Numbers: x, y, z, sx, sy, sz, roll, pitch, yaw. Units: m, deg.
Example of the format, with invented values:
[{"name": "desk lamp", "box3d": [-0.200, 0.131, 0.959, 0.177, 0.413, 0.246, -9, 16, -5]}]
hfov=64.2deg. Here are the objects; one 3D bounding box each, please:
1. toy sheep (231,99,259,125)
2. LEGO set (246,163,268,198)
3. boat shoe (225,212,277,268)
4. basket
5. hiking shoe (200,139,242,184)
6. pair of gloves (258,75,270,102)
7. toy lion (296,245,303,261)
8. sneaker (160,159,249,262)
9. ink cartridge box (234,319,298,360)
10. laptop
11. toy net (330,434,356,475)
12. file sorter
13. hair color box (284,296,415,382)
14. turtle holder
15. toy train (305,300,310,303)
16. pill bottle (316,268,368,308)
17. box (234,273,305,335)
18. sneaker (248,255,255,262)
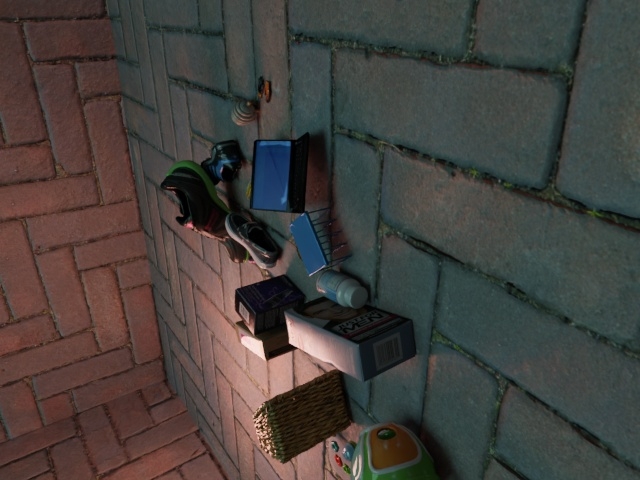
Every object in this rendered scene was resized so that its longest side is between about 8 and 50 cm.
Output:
[{"name": "toy sheep", "box3d": [-0.262, -0.443, 1.758, 0.091, 0.091, 0.132, 65, 148, 14]}, {"name": "LEGO set", "box3d": [-0.186, -0.190, 1.782, 0.287, 0.107, 0.132, 136, 149, -60]}, {"name": "boat shoe", "box3d": [-0.260, -0.024, 1.934, 0.301, 0.108, 0.102, 49, 141, 30]}, {"name": "basket", "box3d": [-0.080, 0.564, 1.739, 0.214, 0.299, 0.222, 1, 107, 59]}, {"name": "hiking shoe", "box3d": [-0.405, -0.274, 2.038, 0.304, 0.113, 0.132, -41, 68, 56]}, {"name": "pair of gloves", "box3d": [-0.186, -0.498, 1.686, 0.083, 0.010, 0.074, 46, 141, 42]}, {"name": "toy lion", "box3d": [-0.060, 0.021, 1.714, 0.096, 0.034, 0.100, -14, 92, 66]}, {"name": "sneaker", "box3d": [-0.467, -0.088, 2.066, 0.482, 0.202, 0.185, 54, 152, -15]}, {"name": "ink cartridge box", "box3d": [-0.179, 0.343, 1.891, 0.235, 0.193, 0.088, 15, 116, 55]}, {"name": "laptop", "box3d": [-0.130, -0.202, 1.554, 0.264, 0.137, 0.234, -163, 77, -76]}, {"name": "toy net", "box3d": [0.056, 0.730, 1.849, 0.232, 0.045, 0.122, 37, 135, 47]}, {"name": "file sorter", "box3d": [0.000, 0.000, 1.533, 0.118, 0.105, 0.170, -37, 73, 56]}, {"name": "hair color box", "box3d": [0.072, 0.263, 1.464, 0.375, 0.186, 0.113, 10, 113, 56]}, {"name": "turtle holder", "box3d": [0.205, 0.648, 1.433, 0.320, 0.244, 0.227, 49, -163, -54]}, {"name": "toy train", "box3d": [-0.019, 0.294, 1.765, 0.125, 0.046, 0.166, -54, 43, 21]}, {"name": "pill bottle", "box3d": [0.065, 0.145, 1.514, 0.160, 0.087, 0.087, 22, 122, 52]}, {"name": "box", "box3d": [-0.181, 0.226, 1.827, 0.153, 0.207, 0.108, 41, 136, 40]}, {"name": "sneaker", "box3d": [-0.250, 0.065, 2.030, 0.119, 0.047, 0.057, 4, 85, 57]}]
